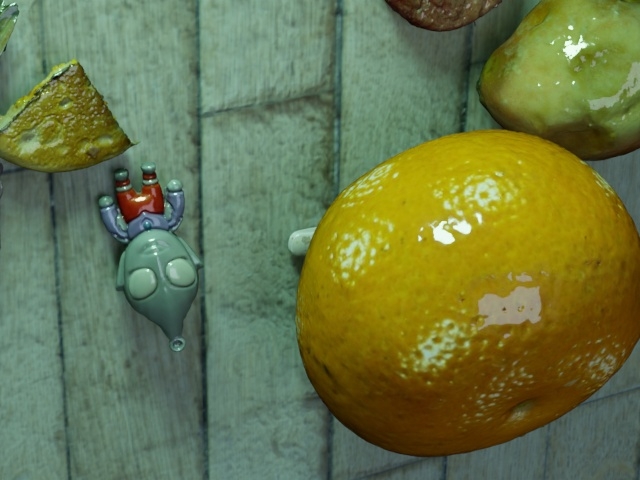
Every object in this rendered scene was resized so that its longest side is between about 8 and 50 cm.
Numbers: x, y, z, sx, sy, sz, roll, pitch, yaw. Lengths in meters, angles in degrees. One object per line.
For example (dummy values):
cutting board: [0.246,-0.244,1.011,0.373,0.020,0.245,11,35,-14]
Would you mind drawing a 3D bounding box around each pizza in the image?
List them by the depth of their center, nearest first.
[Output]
pizza: [-0.276,-0.132,1.828,0.178,0.041,0.131,-13,122,-25]

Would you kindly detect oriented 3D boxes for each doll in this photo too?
doll: [-0.184,0.022,1.944,0.102,0.075,0.227,-12,110,-6]

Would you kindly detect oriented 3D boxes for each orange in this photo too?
orange: [0.166,0.054,1.979,0.424,0.326,0.424,-18,155,-9]

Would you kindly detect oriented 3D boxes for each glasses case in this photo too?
glasses case: [0.000,0.000,2.071,0.083,0.021,0.032,-7,122,-28]

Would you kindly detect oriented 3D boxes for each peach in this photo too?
peach: [0.302,-0.197,2.050,0.235,0.214,0.214,-11,121,-5]

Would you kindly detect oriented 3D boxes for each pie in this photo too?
pie: [0.146,-0.324,1.973,0.182,0.049,0.182,-12,119,-23]

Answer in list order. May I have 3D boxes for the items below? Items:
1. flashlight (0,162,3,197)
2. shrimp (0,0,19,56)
flashlight: [-0.355,-0.028,1.842,0.052,0.031,0.110,-44,146,-53]
shrimp: [-0.396,-0.116,1.714,0.058,0.169,0.296,30,95,7]
